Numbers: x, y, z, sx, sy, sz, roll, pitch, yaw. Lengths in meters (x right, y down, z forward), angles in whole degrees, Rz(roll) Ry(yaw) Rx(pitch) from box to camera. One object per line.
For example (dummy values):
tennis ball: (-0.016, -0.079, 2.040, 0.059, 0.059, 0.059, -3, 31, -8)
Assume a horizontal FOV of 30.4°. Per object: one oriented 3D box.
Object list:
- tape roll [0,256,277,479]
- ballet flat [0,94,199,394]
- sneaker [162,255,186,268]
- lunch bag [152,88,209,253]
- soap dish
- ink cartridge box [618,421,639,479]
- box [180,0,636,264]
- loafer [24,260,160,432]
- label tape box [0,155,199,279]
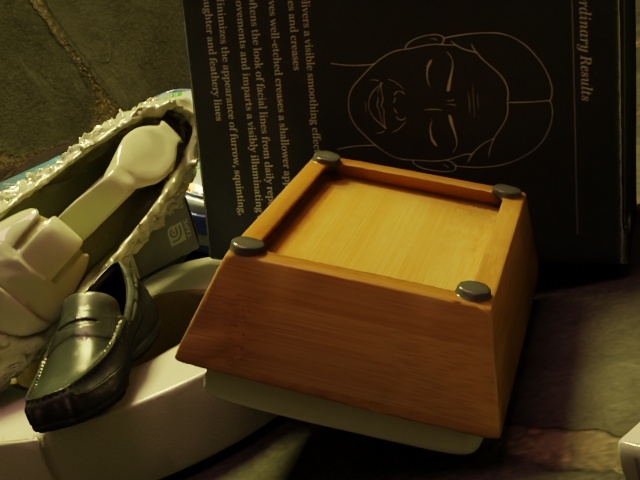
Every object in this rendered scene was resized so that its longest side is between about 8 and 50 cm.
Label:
tape roll: (-0.176, 0.117, 1.078, 0.391, 0.072, 0.392, -17, 16, 5)
ballet flat: (-0.232, -0.013, 1.053, 0.147, 0.147, 0.409, -7, 32, 37)
sneaker: (-0.200, -0.003, 1.560, 0.258, 0.094, 0.091, -32, 37, -27)
lunch bag: (-0.139, -0.080, 1.485, 0.303, 0.115, 0.243, 13, 40, 21)
soap dish: (0.047, 0.032, 0.907, 0.228, 0.118, 0.291, 12, 24, 11)
ink cartridge box: (0.310, 0.090, 0.655, 0.232, 0.066, 0.189, -34, 21, -34)
box: (0.095, -0.146, 1.118, 0.395, 0.294, 0.212, 1, 17, 18)
loafer: (-0.184, 0.081, 0.930, 0.076, 0.078, 0.223, -15, 15, 12)
label tape box: (-0.335, 0.018, 1.244, 0.333, 0.106, 0.240, -30, 24, -37)
